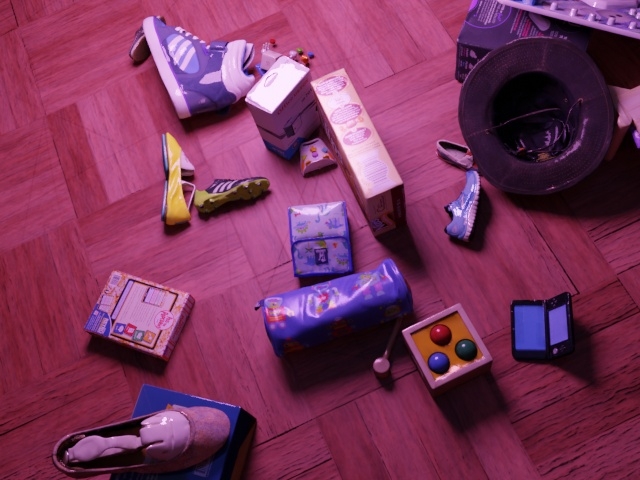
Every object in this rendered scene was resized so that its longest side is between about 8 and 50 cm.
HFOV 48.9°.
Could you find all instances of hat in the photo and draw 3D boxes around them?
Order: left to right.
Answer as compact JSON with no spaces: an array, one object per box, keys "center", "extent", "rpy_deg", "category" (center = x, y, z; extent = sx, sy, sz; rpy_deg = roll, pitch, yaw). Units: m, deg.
[{"center":[0.460,-0.258,1.491],"extent":[0.331,0.134,0.332],"rpy_deg":[1,93,25],"category":"hat"}]

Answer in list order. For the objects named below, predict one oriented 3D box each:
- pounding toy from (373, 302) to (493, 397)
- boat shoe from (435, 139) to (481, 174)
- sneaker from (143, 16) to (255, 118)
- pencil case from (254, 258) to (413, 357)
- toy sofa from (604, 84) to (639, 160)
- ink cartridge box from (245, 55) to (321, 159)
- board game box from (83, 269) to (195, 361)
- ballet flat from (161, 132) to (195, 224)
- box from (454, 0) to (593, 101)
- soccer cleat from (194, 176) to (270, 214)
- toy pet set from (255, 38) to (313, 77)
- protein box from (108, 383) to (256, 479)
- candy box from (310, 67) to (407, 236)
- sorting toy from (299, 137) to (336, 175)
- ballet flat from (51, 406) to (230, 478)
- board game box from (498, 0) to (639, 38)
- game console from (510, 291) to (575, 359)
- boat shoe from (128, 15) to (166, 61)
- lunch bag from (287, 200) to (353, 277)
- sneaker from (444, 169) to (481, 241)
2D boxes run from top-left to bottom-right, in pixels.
[{"center":[0.195,0.206,1.361],"extent":[0.206,0.094,0.181],"rpy_deg":[-25,64,-3],"category":"pounding toy"},{"center":[0.318,-0.185,1.548],"extent":[0.137,0.043,0.049],"rpy_deg":[23,70,17],"category":"boat shoe"},{"center":[-0.284,-0.453,1.730],"extent":[0.236,0.130,0.323],"rpy_deg":[-22,62,-7],"category":"sneaker"},{"center":[0.030,0.132,1.411],"extent":[0.306,0.119,0.133],"rpy_deg":[-18,43,1],"category":"pencil case"},{"center":[0.753,-0.294,1.466],"extent":[0.362,0.150,0.177],"rpy_deg":[-26,68,-3],"category":"toy sofa"},{"center":[-0.077,-0.294,1.581],"extent":[0.082,0.191,0.140],"rpy_deg":[33,75,21],"category":"ink cartridge box"},{"center":[-0.387,0.159,1.507],"extent":[0.193,0.045,0.147],"rpy_deg":[16,69,16],"category":"board game box"},{"center":[-0.329,-0.142,1.628],"extent":[0.077,0.077,0.231],"rpy_deg":[1,67,-14],"category":"ballet flat"},{"center":[0.455,-0.436,1.582],"extent":[0.270,0.143,0.165],"rpy_deg":[18,69,16],"category":"box"},{"center":[-0.204,-0.118,1.598],"extent":[0.178,0.060,0.072],"rpy_deg":[-18,51,1],"category":"soccer cleat"},{"center":[-0.098,-0.436,1.736],"extent":[0.122,0.065,0.114],"rpy_deg":[23,36,15],"category":"toy pet set"},{"center":[-0.254,0.399,1.325],"extent":[0.201,0.136,0.200],"rpy_deg":[10,68,14],"category":"protein box"},{"center":[0.083,-0.188,1.510],"extent":[0.087,0.183,0.317],"rpy_deg":[-22,64,-2],"category":"candy box"},{"center":[-0.015,-0.200,1.611],"extent":[0.083,0.045,0.075],"rpy_deg":[-19,58,0],"category":"sorting toy"},{"center":[-0.316,0.354,1.219],"extent":[0.315,0.106,0.108],"rpy_deg":[-15,65,3],"category":"ballet flat"},{"center":[0.631,-0.546,1.546],"extent":[0.389,0.050,0.390],"rpy_deg":[22,39,18],"category":"board game box"},{"center":[0.427,0.164,1.357],"extent":[0.071,0.107,0.122],"rpy_deg":[12,66,-16],"category":"game console"},{"center":[-0.457,-0.526,1.830],"extent":[0.049,0.056,0.152],"rpy_deg":[16,60,21],"category":"boat shoe"},{"center":[0.000,0.000,1.494],"extent":[0.128,0.096,0.151],"rpy_deg":[-5,79,4],"category":"lunch bag"},{"center":[0.300,-0.079,1.492],"extent":[0.073,0.063,0.162],"rpy_deg":[9,67,17],"category":"sneaker"}]
